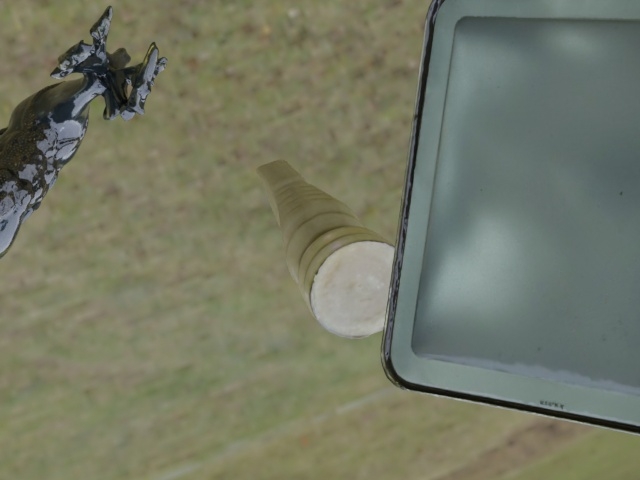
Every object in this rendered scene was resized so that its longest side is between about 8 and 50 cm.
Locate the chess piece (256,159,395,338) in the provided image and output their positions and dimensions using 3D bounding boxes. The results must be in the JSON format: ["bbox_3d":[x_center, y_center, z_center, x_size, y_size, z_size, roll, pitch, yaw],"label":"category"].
[{"bbox_3d":[0.000,0.000,1.521,0.090,0.200,0.090,-9,117,-18],"label":"chess piece"}]

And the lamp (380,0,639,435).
[{"bbox_3d":[0.163,-0.023,1.082,0.269,0.266,0.047,8,-178,40],"label":"lamp"}]

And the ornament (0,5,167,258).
[{"bbox_3d":[-0.214,-0.088,1.459,0.236,0.080,0.202,-29,-155,56],"label":"ornament"}]
